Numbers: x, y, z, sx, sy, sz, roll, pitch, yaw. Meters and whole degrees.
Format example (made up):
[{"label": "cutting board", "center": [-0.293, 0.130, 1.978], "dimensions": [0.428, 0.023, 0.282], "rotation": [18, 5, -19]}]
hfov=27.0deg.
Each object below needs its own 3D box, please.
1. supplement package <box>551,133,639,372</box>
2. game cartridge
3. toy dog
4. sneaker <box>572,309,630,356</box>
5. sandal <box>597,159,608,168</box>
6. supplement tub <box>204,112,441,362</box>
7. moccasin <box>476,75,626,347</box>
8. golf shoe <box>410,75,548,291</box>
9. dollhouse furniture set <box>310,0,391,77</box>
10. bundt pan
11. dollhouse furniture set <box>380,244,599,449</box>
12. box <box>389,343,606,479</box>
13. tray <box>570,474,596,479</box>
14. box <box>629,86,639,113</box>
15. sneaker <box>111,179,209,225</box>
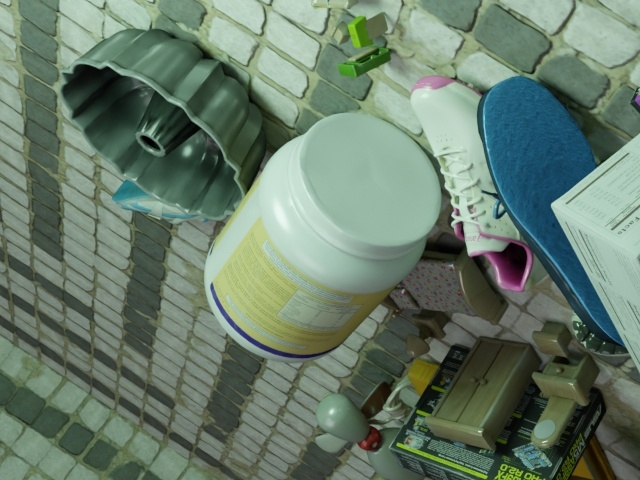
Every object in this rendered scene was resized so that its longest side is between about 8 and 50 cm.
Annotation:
[{"label": "supplement package", "center": [0.393, 0.020, 1.328], "dimensions": [0.262, 0.204, 0.145], "rotation": [56, 171, -32]}, {"label": "game cartridge", "center": [0.331, 0.331, 2.278], "dimensions": [0.324, 0.052, 0.285], "rotation": [15, 149, 40]}, {"label": "toy dog", "center": [0.105, 0.351, 2.462], "dimensions": [0.161, 0.220, 0.333], "rotation": [55, 170, 51]}, {"label": "sneaker", "center": [0.458, 0.098, 1.665], "dimensions": [0.279, 0.107, 0.118], "rotation": [8, -173, 21]}, {"label": "sandal", "center": [0.362, 0.009, 1.628], "dimensions": [0.088, 0.079, 0.240], "rotation": [16, 149, 35]}, {"label": "supplement tub", "center": [0.000, 0.000, 1.829], "dimensions": [0.241, 0.241, 0.331], "rotation": [36, 141, -3]}, {"label": "moccasin", "center": [0.269, -0.023, 1.549], "dimensions": [0.117, 0.138, 0.342], "rotation": [171, 74, -85]}, {"label": "golf shoe", "center": [0.203, -0.065, 1.628], "dimensions": [0.306, 0.140, 0.115], "rotation": [47, 154, -21]}, {"label": "dollhouse furniture set", "center": [0.037, -0.275, 1.598], "dimensions": [0.076, 0.059, 0.151], "rotation": [14, 130, 51]}, {"label": "bundt pan", "center": [-0.214, -0.182, 1.954], "dimensions": [0.331, 0.124, 0.330], "rotation": [28, 153, 16]}, {"label": "dollhouse furniture set", "center": [0.188, 0.131, 1.949], "dimensions": [0.303, 0.173, 0.355], "rotation": [7, 143, 45]}, {"label": "box", "center": [0.274, 0.293, 2.075], "dimensions": [0.270, 0.216, 0.060], "rotation": [15, 149, 35]}, {"label": "tray", "center": [0.552, 0.457, 1.946], "dimensions": [0.411, 0.076, 0.203], "rotation": [6, 143, 48]}, {"label": "box", "center": [0.413, -0.133, 1.361], "dimensions": [0.116, 0.029, 0.162], "rotation": [43, 147, -17]}, {"label": "sneaker", "center": [-0.270, -0.069, 2.266], "dimensions": [0.229, 0.087, 0.092], "rotation": [6, 144, 49]}]
